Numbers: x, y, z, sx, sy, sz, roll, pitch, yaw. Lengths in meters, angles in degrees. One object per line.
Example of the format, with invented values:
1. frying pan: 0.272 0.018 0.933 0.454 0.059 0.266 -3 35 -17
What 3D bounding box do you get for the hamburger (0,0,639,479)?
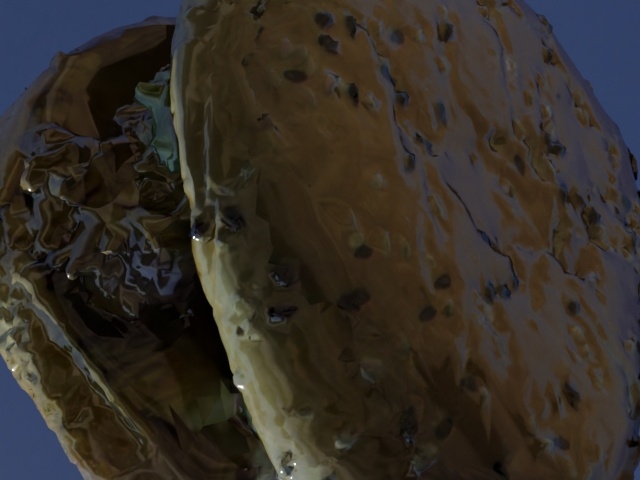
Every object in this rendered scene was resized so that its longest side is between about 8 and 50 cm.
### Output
1. hamburger: 0.000 0.000 0.842 0.277 0.195 0.318 47 -142 -26
